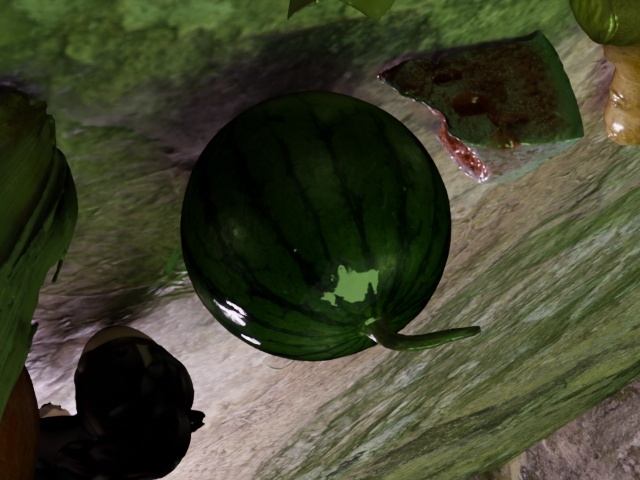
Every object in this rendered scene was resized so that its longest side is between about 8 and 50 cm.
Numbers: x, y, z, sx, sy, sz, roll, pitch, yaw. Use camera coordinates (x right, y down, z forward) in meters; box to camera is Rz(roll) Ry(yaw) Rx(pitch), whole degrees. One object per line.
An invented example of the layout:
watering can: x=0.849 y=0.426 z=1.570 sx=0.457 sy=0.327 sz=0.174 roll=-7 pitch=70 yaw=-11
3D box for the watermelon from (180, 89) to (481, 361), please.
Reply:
watermelon: x=0.000 y=0.000 z=0.626 sx=0.188 sy=0.214 sz=0.188 roll=-17 pitch=146 yaw=-12

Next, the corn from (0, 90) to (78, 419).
corn: x=-0.213 y=0.047 z=0.447 sx=0.123 sy=0.305 sz=0.122 roll=5 pitch=143 yaw=4

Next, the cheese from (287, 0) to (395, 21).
cheese: x=0.016 y=-0.157 z=0.536 sx=0.084 sy=0.041 sz=0.060 roll=-26 pitch=169 yaw=-43

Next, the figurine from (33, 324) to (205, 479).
figurine: x=-0.172 y=0.255 z=0.771 sx=0.306 sy=0.411 sz=0.241 roll=-38 pitch=136 yaw=-1

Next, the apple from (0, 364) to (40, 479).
apple: x=-0.304 y=0.151 z=0.679 sx=0.188 sy=0.173 sz=0.188 roll=-20 pitch=157 yaw=-9

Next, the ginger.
ginger: x=0.274 y=-0.154 z=0.777 sx=0.118 sy=0.065 sz=0.299 roll=-47 pitch=153 yaw=12

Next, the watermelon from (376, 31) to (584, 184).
watermelon: x=0.136 y=-0.106 z=0.706 sx=0.121 sy=0.097 sz=0.158 roll=-34 pitch=152 yaw=15
